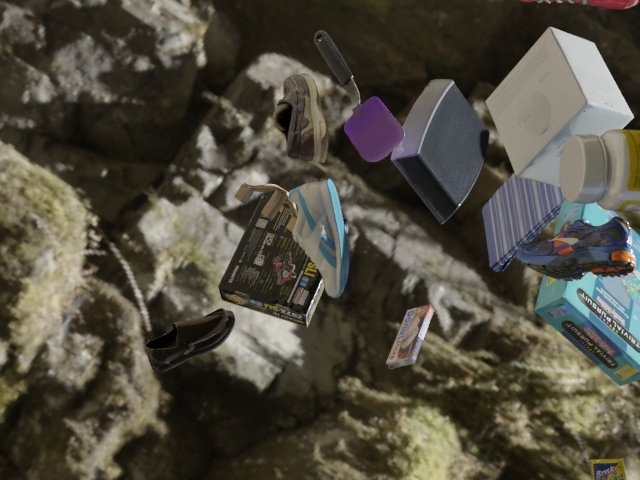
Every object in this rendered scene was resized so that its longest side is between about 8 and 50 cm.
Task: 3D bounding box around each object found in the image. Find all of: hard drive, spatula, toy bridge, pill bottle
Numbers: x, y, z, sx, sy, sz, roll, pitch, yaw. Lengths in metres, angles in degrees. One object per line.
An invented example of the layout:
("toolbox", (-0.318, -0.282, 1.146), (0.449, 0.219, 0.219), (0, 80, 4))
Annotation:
("hard drive", (0.221, -0.167, 1.593), (0.054, 0.172, 0.254), (-22, -153, 40))
("spatula", (0.049, -0.251, 1.498), (0.084, 0.030, 0.296), (-44, -129, 24))
("toy bridge", (-0.087, -0.071, 1.747), (0.026, 0.188, 0.063), (35, -87, 40))
("pill bottle", (0.464, -0.101, 1.307), (0.119, 0.209, 0.119), (-178, -90, -84))

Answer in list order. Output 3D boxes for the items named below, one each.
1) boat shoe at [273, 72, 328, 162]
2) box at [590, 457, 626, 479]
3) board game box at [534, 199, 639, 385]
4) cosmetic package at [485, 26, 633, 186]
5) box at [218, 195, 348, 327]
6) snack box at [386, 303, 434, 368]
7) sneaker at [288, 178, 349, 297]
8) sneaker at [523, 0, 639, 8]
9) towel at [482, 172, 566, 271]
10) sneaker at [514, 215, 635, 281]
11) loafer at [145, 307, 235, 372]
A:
("boat shoe", (-0.050, -0.257, 1.838), (0.285, 0.092, 0.102), (-106, -158, -47))
("box", (0.533, 0.459, 1.654), (0.169, 0.059, 0.054), (63, 25, -48))
("board game box", (0.581, 0.089, 1.853), (0.079, 0.254, 0.336), (-36, -161, 45))
("cosmetic package", (0.485, -0.272, 1.861), (0.224, 0.138, 0.224), (-51, -139, 41))
("box", (-0.098, 0.051, 2.453), (0.079, 0.257, 0.322), (88, 22, -59))
("snack box", (0.198, 0.210, 1.983), (0.064, 0.022, 0.178), (-20, -154, 34))
("sneaker", (0.000, 0.000, 1.738), (0.087, 0.092, 0.228), (-39, 119, -76))
("sneaker", (0.395, -0.446, 1.552), (0.136, 0.314, 0.116), (-51, 152, -21))
("towel", (0.541, -0.094, 2.377), (0.336, 0.040, 0.243), (-51, -151, 43))
("sneaker", (0.400, 0.012, 1.411), (0.221, 0.083, 0.087), (-5, -116, 52))
("loafer", (-0.291, 0.213, 1.997), (0.220, 0.078, 0.080), (-31, -141, -3))
